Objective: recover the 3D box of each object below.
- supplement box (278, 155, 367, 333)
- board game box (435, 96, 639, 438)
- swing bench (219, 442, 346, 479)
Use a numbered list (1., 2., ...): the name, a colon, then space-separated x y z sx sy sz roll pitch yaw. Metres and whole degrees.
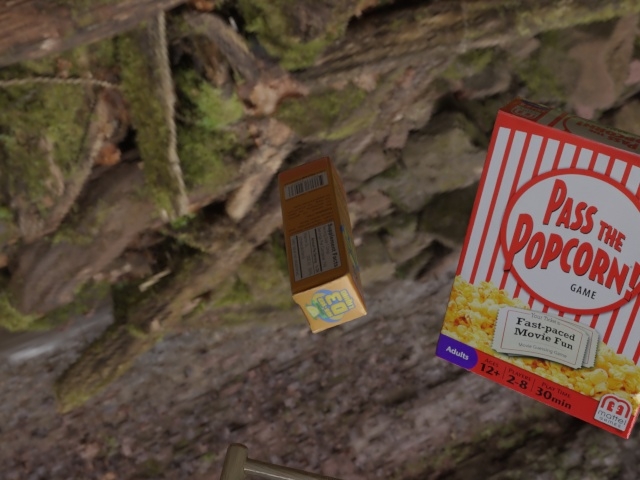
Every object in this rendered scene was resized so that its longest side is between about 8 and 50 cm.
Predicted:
1. supplement box: 0.000 0.000 1.167 0.080 0.233 0.078 -18 131 11
2. board game box: 0.170 0.018 0.637 0.045 0.146 0.193 -34 139 -55
3. swing bench: 0.014 0.336 0.765 0.253 0.255 0.165 12 139 1
